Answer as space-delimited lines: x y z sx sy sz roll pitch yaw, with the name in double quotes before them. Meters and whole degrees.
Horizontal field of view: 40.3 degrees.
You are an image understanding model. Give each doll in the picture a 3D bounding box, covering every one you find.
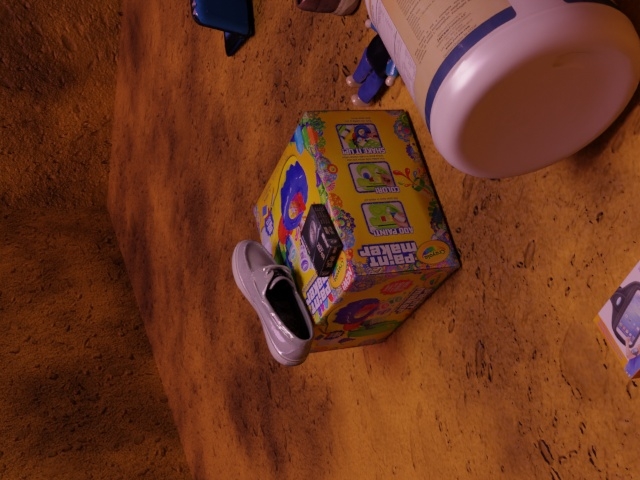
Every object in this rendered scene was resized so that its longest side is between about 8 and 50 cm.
"doll" 0.095 -0.292 1.373 0.189 0.046 0.129 132 129 -58

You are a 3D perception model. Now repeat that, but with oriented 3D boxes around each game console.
"game console" -0.251 -0.589 1.966 0.173 0.250 0.293 -10 84 39

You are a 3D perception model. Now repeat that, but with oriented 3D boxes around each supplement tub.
"supplement tub" 0.181 -0.251 0.964 0.228 0.228 0.316 115 144 -47

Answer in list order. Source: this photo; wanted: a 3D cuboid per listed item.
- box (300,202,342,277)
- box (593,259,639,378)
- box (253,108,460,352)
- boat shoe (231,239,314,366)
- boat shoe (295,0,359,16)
"box" 0.000 0.000 1.230 0.067 0.018 0.083 111 145 -45
"box" 0.341 0.071 0.898 0.136 0.028 0.081 109 148 -44
"box" 0.043 -0.009 1.374 0.290 0.177 0.279 124 135 -54
"boat shoe" -0.065 0.079 1.334 0.227 0.079 0.081 63 142 28
"boat shoe" -0.003 -0.552 1.458 0.123 0.123 0.342 -159 68 -64
